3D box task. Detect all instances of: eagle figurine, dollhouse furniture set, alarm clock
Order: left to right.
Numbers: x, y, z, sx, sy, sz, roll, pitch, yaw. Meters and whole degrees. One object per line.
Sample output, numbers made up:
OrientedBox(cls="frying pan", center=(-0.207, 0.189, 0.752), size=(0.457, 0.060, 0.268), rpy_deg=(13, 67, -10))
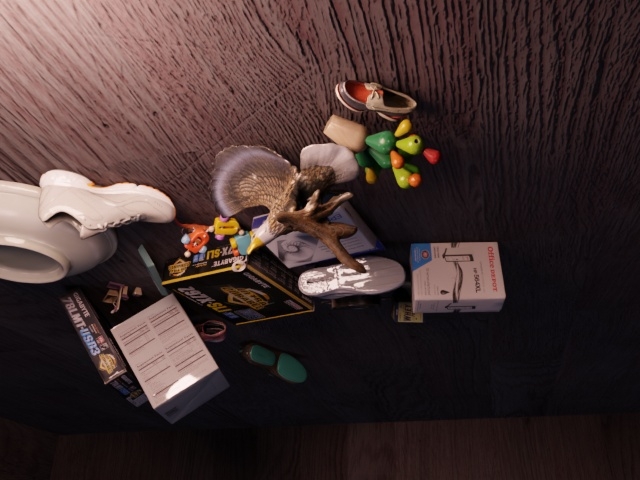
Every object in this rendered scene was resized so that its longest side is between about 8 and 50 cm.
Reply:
OrientedBox(cls="dollhouse furniture set", center=(-0.554, 0.177, 1.732), size=(0.091, 0.081, 0.114), rpy_deg=(16, 149, -26))
OrientedBox(cls="eagle figurine", center=(-0.062, -0.065, 1.119), size=(0.225, 0.298, 0.226), rpy_deg=(-18, 113, -13))
OrientedBox(cls="alarm clock", center=(0.078, 0.154, 1.678), size=(0.192, 0.064, 0.129), rpy_deg=(-16, 164, 39))

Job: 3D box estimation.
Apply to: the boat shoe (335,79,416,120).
OrientedBox(cls="boat shoe", center=(0.087, -0.220, 0.976), size=(0.137, 0.049, 0.043), rpy_deg=(12, 163, -33))

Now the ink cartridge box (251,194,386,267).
OrientedBox(cls="ink cartridge box", center=(0.000, 0.000, 1.383), size=(0.223, 0.045, 0.224), rpy_deg=(-14, 142, 27))

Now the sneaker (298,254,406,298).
OrientedBox(cls="sneaker", center=(0.079, 0.088, 1.495), size=(0.258, 0.094, 0.091), rpy_deg=(-5, 171, 19))

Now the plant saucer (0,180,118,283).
OrientedBox(cls="plant saucer", center=(-0.661, 0.010, 1.393), size=(0.401, 0.100, 0.400), rpy_deg=(1, 153, 1))

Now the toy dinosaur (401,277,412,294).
OrientedBox(cls="toy dinosaur", center=(0.253, 0.105, 1.584), size=(0.118, 0.064, 0.268), rpy_deg=(-24, 147, 31))

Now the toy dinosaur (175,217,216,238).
OrientedBox(cls="toy dinosaur", center=(-0.265, -0.021, 1.391), size=(0.082, 0.047, 0.090), rpy_deg=(-21, 139, -2))

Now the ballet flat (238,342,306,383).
OrientedBox(cls="ballet flat", center=(-0.172, 0.426, 2.212), size=(0.096, 0.095, 0.280), rpy_deg=(-13, 141, 45))

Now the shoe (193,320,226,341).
OrientedBox(cls="shoe", center=(-0.381, 0.282, 1.959), size=(0.178, 0.063, 0.081), rpy_deg=(1, 152, -12))

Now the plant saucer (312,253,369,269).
OrientedBox(cls="plant saucer", center=(0.065, 0.064, 1.556), size=(0.169, 0.029, 0.168), rpy_deg=(1, 154, 0))

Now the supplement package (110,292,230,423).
OrientedBox(cls="supplement package", center=(-0.416, 0.332, 1.766), size=(0.198, 0.262, 0.199), rpy_deg=(-32, 156, -14))

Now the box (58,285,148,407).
OrientedBox(cls="box", center=(-0.601, 0.308, 1.783), size=(0.073, 0.295, 0.293), rpy_deg=(-32, 157, -16))

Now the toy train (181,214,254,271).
OrientedBox(cls="toy train", center=(-0.217, -0.001, 1.379), size=(0.166, 0.046, 0.125), rpy_deg=(30, 107, -39))

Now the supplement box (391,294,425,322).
OrientedBox(cls="supplement box", center=(0.239, 0.186, 1.718), size=(0.083, 0.056, 0.083), rpy_deg=(1, -173, -1))

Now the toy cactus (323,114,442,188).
OrientedBox(cls="toy cactus", center=(0.096, -0.157, 1.035), size=(0.181, 0.112, 0.219), rpy_deg=(27, 180, -12))

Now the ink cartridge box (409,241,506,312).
OrientedBox(cls="ink cartridge box", center=(0.313, 0.085, 1.459), size=(0.203, 0.148, 0.086), rpy_deg=(-2, 151, 4))

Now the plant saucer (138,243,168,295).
OrientedBox(cls="plant saucer", center=(-0.413, 0.078, 1.556), size=(0.018, 0.067, 0.192), rpy_deg=(-30, 158, -15))

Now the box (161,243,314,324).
OrientedBox(cls="box", center=(-0.203, 0.117, 1.616), size=(0.257, 0.079, 0.322), rpy_deg=(-11, 151, 25))

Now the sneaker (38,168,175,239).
OrientedBox(cls="sneaker", center=(-0.422, -0.050, 1.246), size=(0.263, 0.121, 0.099), rpy_deg=(9, 152, -16))
